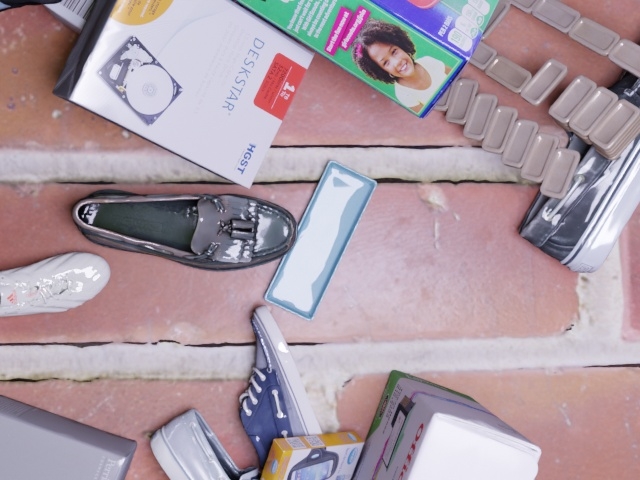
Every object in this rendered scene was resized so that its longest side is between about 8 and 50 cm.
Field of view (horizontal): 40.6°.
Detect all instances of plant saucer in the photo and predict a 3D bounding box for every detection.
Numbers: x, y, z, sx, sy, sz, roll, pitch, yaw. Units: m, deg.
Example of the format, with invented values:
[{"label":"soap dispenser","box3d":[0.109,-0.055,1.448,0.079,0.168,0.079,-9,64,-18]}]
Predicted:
[{"label":"plant saucer","box3d":[0.000,0.000,1.072,0.067,0.018,0.192,26,89,-3]}]

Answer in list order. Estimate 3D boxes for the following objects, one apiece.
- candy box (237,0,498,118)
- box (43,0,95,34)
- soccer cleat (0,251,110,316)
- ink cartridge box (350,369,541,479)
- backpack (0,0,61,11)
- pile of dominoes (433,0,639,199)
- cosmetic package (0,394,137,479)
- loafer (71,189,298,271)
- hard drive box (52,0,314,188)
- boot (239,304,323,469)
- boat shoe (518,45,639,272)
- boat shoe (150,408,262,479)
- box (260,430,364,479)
[{"label":"candy box","box3d":[0.048,-0.329,0.964,0.317,0.122,0.268,30,54,-3]},{"label":"box","box3d":[-0.254,-0.285,1.020,0.101,0.087,0.102,33,87,-4]},{"label":"soccer cleat","box3d":[-0.346,0.059,1.018,0.196,0.076,0.068,-12,91,-9]},{"label":"ink cartridge box","box3d":[0.116,0.272,0.949,0.117,0.278,0.202,21,89,-4]},{"label":"backpack","box3d":[-0.490,-0.348,0.929,0.355,0.273,0.290,-17,75,22]},{"label":"pile of dominoes","box3d":[0.259,-0.179,1.030,0.196,0.040,0.251,-50,56,5]},{"label":"cosmetic package","box3d":[-0.349,0.263,1.010,0.237,0.107,0.127,18,86,0]},{"label":"loafer","box3d":[-0.161,-0.014,1.023,0.267,0.084,0.096,4,88,0]},{"label":"hard drive box","box3d":[-0.152,-0.191,0.978,0.232,0.089,0.181,25,90,-32]},{"label":"boot","box3d":[-0.066,0.179,1.041,0.086,0.069,0.190,-22,93,-8]},{"label":"boat shoe","box3d":[0.348,-0.129,1.041,0.119,0.121,0.335,25,89,-3]},{"label":"boat shoe","box3d":[-0.106,0.301,1.035,0.081,0.079,0.227,-40,89,2]},{"label":"box","box3d":[-0.005,0.271,1.029,0.136,0.028,0.081,4,113,-35]}]
